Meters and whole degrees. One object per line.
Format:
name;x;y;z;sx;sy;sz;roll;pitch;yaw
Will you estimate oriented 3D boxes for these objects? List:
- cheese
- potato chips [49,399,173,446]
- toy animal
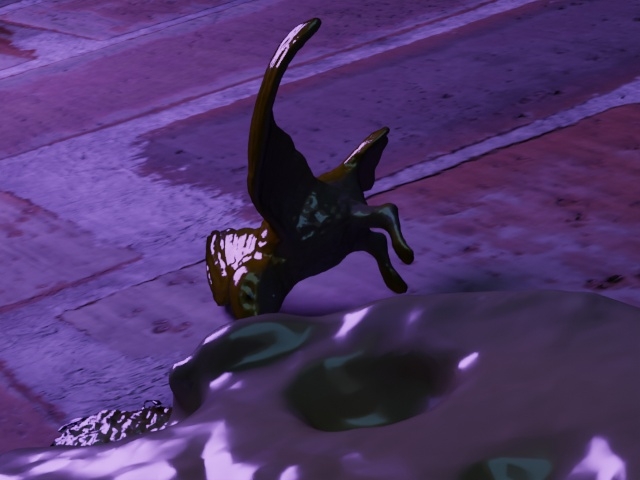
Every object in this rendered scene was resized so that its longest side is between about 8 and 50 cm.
cheese;-0.007;0.120;0.539;0.326;0.115;0.318;-18;19;-19
potato chips;-0.064;0.096;0.804;0.209;0.026;0.142;-25;25;-30
toy animal;0.000;0.000;0.956;0.095;0.219;0.155;1;53;-13
